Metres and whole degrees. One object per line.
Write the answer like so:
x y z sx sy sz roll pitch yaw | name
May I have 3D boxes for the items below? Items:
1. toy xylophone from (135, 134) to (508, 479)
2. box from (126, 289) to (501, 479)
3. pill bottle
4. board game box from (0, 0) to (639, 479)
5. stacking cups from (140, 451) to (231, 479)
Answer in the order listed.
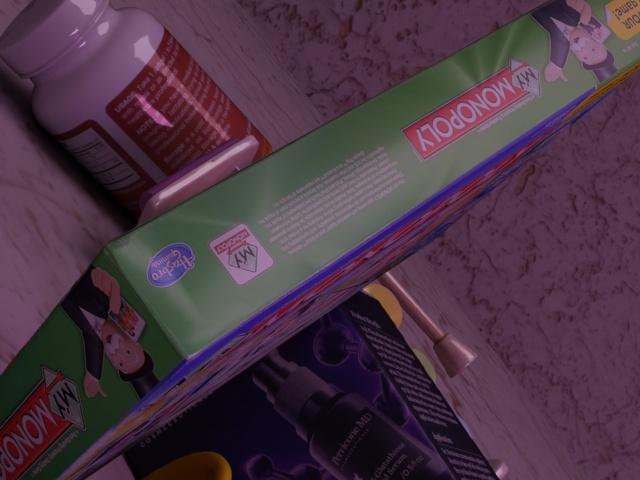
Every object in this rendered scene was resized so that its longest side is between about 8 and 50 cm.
0.006 0.066 0.925 0.322 0.081 0.236 46 48 -4 | toy xylophone
0.008 0.143 0.710 0.207 0.153 0.108 55 10 24 | box
-0.141 -0.099 0.992 0.216 0.121 0.121 48 10 -27 | pill bottle
0.000 0.000 0.551 0.317 0.213 0.046 -32 84 -40 | board game box
0.010 0.242 0.591 0.316 0.096 0.096 54 8 -17 | stacking cups
